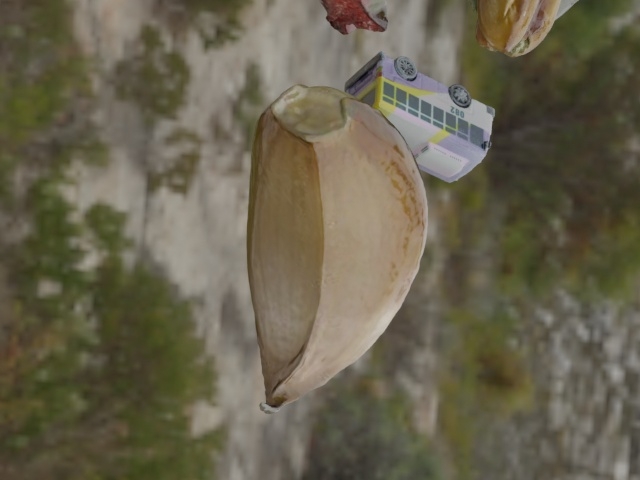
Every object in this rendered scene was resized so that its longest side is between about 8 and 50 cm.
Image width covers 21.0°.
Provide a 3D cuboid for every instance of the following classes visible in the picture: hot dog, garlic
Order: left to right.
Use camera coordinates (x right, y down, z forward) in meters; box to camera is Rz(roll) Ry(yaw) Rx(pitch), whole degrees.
[{"bbox_3d":[0.009,0.001,1.124,0.128,0.115,0.207,-145,-122,-71],"label":"garlic"},{"bbox_3d":[0.174,-0.273,1.397,0.100,0.068,0.249,-6,112,-66],"label":"hot dog"}]

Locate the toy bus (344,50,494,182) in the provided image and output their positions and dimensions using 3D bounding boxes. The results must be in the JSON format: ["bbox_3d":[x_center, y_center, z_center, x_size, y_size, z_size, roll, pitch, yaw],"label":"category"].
[{"bbox_3d":[0.070,-0.083,1.209,0.052,0.102,0.058,-38,-144,46],"label":"toy bus"}]

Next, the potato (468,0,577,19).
[{"bbox_3d":[0.223,-0.337,1.821,0.160,0.178,0.235,-107,-155,-72],"label":"potato"}]

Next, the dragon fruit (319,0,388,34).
[{"bbox_3d":[0.047,-0.398,1.844,0.286,0.228,0.329,-45,116,-22],"label":"dragon fruit"}]
